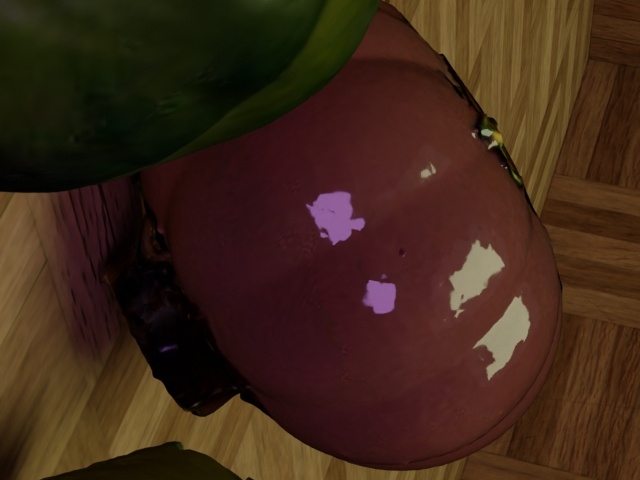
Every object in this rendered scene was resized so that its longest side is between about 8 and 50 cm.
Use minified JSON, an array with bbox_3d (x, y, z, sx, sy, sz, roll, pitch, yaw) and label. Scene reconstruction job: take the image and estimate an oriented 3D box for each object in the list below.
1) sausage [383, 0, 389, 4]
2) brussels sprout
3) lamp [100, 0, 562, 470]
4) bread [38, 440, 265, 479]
[{"bbox_3d":[0.043,-0.272,1.215,0.103,0.076,0.302,87,20,-70],"label":"sausage"},{"bbox_3d":[-0.098,-0.133,0.495,0.271,0.219,0.210,48,36,-50],"label":"brussels sprout"},{"bbox_3d":[0.000,0.000,0.934,0.305,0.240,0.305,60,4,-7],"label":"lamp"},{"bbox_3d":[-0.118,0.223,0.706,0.251,0.208,0.376,-55,170,14],"label":"bread"}]
